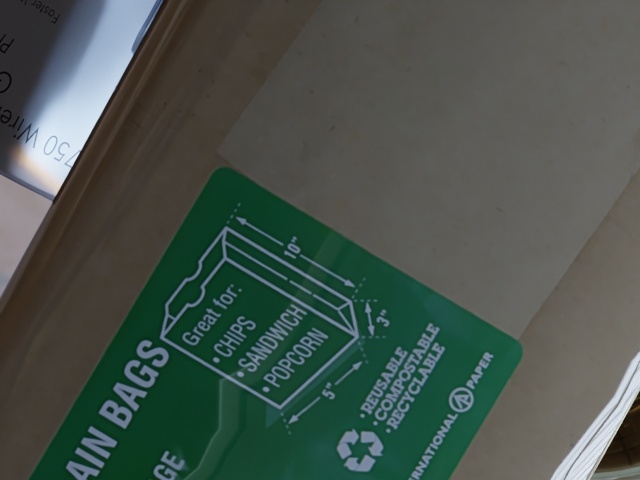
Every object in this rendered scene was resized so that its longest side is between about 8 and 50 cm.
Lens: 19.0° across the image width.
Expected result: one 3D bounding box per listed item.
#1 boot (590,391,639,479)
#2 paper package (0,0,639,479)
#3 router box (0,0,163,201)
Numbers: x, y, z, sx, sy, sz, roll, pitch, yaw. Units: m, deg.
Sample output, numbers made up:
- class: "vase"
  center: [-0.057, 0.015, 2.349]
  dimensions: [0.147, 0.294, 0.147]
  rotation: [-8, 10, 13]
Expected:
- class: "boot"
  center: [0.186, 0.125, 1.087]
  dimensions: [0.203, 0.262, 0.095]
  rotation: [82, -2, -57]
- class: "paper package"
  center: [0.000, 0.000, 0.628]
  dimensions: [0.168, 0.325, 0.309]
  rotation: [30, 3, -5]
- class: "router box"
  center: [-0.051, -0.152, 0.841]
  dimensions: [0.082, 0.301, 0.335]
  rotation: [29, 0, 39]
